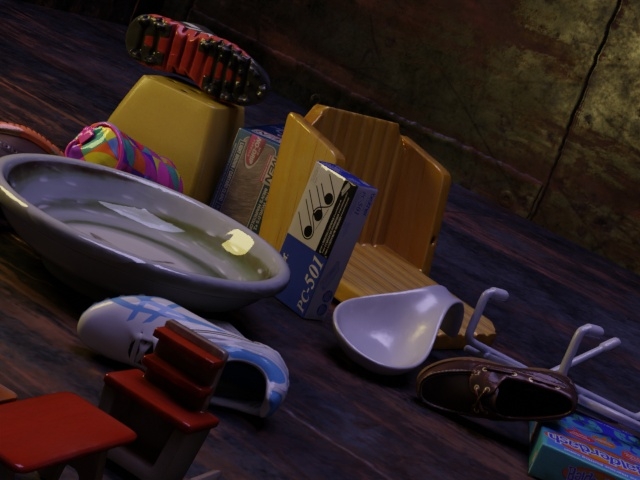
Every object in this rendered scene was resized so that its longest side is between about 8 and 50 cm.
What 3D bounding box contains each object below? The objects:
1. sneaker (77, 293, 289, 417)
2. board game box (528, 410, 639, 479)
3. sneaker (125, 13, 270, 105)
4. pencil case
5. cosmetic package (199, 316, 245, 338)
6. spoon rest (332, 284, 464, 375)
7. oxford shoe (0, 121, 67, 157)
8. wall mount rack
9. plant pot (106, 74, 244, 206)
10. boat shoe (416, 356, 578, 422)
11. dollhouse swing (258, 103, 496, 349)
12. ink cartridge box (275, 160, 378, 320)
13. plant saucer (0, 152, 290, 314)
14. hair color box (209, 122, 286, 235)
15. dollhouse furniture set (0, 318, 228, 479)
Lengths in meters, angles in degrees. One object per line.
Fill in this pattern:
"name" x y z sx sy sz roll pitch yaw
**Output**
"sneaker" -0.147 0.123 1.383 0.237 0.085 0.086 19 20 -2
"board game box" 0.348 0.277 1.663 0.160 0.047 0.210 23 13 4
"sneaker" -0.189 -0.305 2.192 0.276 0.097 0.135 25 15 20
"pencil case" -0.290 -0.105 1.940 0.104 0.104 0.236 26 -3 18
"cosmetic package" -0.147 0.116 1.499 0.115 0.041 0.060 13 16 -36
"spoon rest" 0.118 0.114 1.788 0.137 0.084 0.276 40 27 22
"oxford shoe" -0.468 -0.089 1.715 0.364 0.130 0.132 23 46 -39
"wall mount rack" 0.385 0.179 1.861 0.304 0.130 0.350 26 -2 -35
"plant pot" -0.243 -0.166 2.181 0.212 0.187 0.212 25 13 13
"boat shoe" 0.224 0.193 1.653 0.207 0.073 0.073 0 15 7
"dollhouse swing" 0.133 -0.021 2.060 0.305 0.315 0.347 18 7 36
"ink cartridge box" 0.000 0.000 1.854 0.046 0.207 0.097 10 18 -45
"plant saucer" -0.238 0.010 1.649 0.400 0.100 0.400 21 13 -5
"hair color box" -0.072 -0.108 2.265 0.105 0.174 0.347 24 12 11
"dollhouse furniture set" -0.192 0.148 1.067 0.262 0.135 0.259 28 13 23
